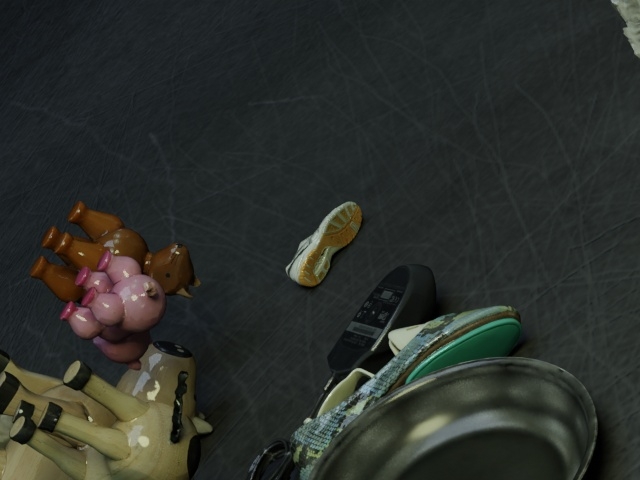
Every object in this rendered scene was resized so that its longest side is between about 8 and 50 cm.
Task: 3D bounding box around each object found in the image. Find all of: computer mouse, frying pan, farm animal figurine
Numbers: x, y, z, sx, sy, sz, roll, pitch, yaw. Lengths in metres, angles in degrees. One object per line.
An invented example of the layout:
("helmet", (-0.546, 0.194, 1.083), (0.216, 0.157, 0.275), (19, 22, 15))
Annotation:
("computer mouse", (0.013, 0.120, 1.310), (0.242, 0.041, 0.071), (-54, 19, -7))
("frying pan", (0.028, 0.181, 1.109), (0.326, 0.053, 0.197), (-34, 29, -9))
("farm animal figurine", (-0.174, 0.147, 1.388), (0.327, 0.172, 0.330), (-50, 21, 20))

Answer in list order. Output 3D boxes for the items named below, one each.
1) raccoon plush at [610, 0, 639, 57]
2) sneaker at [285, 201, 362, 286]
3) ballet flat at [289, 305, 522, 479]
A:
("raccoon plush", (0.365, -0.113, 0.997), (0.299, 0.216, 0.446), (-38, 55, 24))
("sneaker", (0.000, 0.000, 1.500), (0.083, 0.032, 0.037), (-52, 28, -18))
("ballet flat", (0.051, 0.097, 1.239), (0.188, 0.070, 0.070), (-41, 26, 1))
